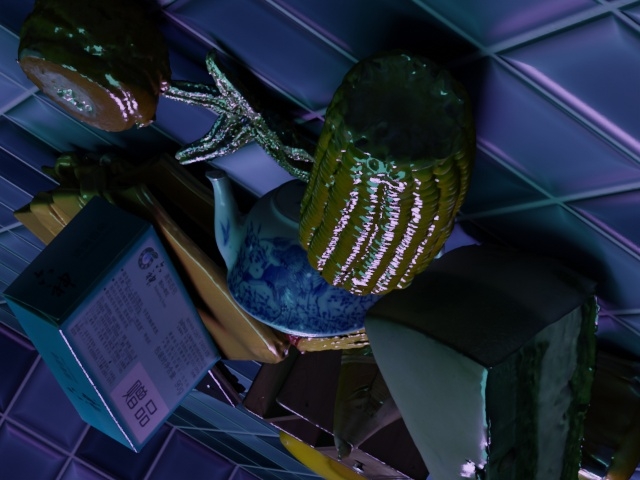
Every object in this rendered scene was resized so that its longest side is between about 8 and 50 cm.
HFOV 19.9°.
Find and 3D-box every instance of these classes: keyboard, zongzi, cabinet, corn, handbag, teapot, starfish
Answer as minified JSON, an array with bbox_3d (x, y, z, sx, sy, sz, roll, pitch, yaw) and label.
[{"bbox_3d":[-0.210,0.122,2.194,0.317,0.027,0.106,19,151,46],"label":"keyboard"},{"bbox_3d":[0.078,0.172,1.999,0.099,0.197,0.194,1,156,32],"label":"zongzi"},{"bbox_3d":[0.042,0.198,2.249,0.215,0.148,0.175,31,166,-11],"label":"cabinet"},{"bbox_3d":[0.052,-0.047,1.420,0.131,0.131,0.344,28,165,4],"label":"corn"},{"bbox_3d":[-0.178,0.007,2.074,0.283,0.133,0.401,40,163,-21],"label":"handbag"},{"bbox_3d":[0.000,0.000,1.699,0.232,0.159,0.159,12,164,5],"label":"teapot"},{"bbox_3d":[-0.072,-0.110,1.602,0.208,0.053,0.176,18,157,19],"label":"starfish"}]

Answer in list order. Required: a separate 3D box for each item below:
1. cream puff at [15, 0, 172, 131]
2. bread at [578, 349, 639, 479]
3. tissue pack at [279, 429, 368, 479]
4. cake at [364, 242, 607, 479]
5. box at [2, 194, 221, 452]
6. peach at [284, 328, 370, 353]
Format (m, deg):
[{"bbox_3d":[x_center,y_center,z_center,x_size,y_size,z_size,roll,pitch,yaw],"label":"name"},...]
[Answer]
[{"bbox_3d":[-0.189,-0.162,1.546,0.126,0.103,0.144,11,158,37],"label":"cream puff"},{"bbox_3d":[0.268,0.197,1.839,0.107,0.136,0.241,28,164,5],"label":"bread"},{"bbox_3d":[0.028,0.283,2.616,0.178,0.123,0.127,37,160,-31],"label":"tissue pack"},{"bbox_3d":[0.143,0.143,1.651,0.172,0.158,0.284,32,141,37],"label":"cake"},{"bbox_3d":[-0.216,0.091,1.931,0.092,0.153,0.245,26,153,35],"label":"box"},{"bbox_3d":[0.034,0.057,1.823,0.172,0.127,0.092,18,160,22],"label":"peach"}]
